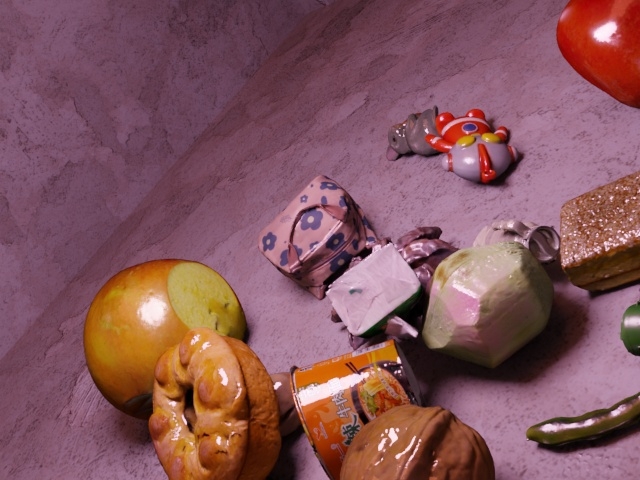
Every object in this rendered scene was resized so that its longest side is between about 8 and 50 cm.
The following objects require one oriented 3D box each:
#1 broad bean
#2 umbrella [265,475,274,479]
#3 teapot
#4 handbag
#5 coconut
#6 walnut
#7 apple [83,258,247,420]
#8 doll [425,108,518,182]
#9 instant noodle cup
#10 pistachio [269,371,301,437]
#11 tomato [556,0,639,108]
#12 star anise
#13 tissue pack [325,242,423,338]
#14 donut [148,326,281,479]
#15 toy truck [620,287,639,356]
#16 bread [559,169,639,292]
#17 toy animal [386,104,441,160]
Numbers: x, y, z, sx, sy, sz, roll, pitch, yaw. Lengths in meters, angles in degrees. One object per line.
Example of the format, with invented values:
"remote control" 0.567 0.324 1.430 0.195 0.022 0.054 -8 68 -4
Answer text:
"broad bean" 0.401 0.251 1.182 0.227 0.039 0.069 -30 33 16
"umbrella" -0.111 0.447 1.530 0.037 0.040 0.144 -53 25 -11
"teapot" 0.351 -0.002 1.519 0.077 0.107 0.200 -54 12 -11
"handbag" 0.000 0.000 1.954 0.251 0.190 0.193 -45 32 4
"coconut" 0.272 0.108 1.395 0.236 0.204 0.236 -21 38 18
"walnut" 0.139 0.345 1.185 0.228 0.228 0.228 -30 27 17
"apple" -0.352 0.232 1.918 0.384 0.374 0.374 -3 20 -17
"doll" 0.353 -0.220 1.913 0.200 0.105 0.336 -5 31 1
"instant noodle cup" 0.078 0.278 1.372 0.182 0.230 0.230 -26 27 5
"pistachio" -0.097 0.326 1.613 0.185 0.124 0.124 -28 28 24
"tomato" 0.649 -0.418 1.658 0.293 0.290 0.325 -38 27 18
"star anise" 0.149 0.084 1.692 0.332 0.117 0.331 -28 34 21
"tissue pack" 0.117 0.115 1.469 0.148 0.156 0.209 -35 -10 2
"donut" -0.203 0.322 1.523 0.299 0.150 0.317 -20 66 45
"toy truck" 0.546 0.108 1.158 0.242 0.101 0.125 -9 43 50
"bread" 0.528 -0.023 1.386 0.234 0.110 0.184 -24 33 33
"toy animal" 0.237 -0.268 2.158 0.236 0.108 0.138 -17 48 40
